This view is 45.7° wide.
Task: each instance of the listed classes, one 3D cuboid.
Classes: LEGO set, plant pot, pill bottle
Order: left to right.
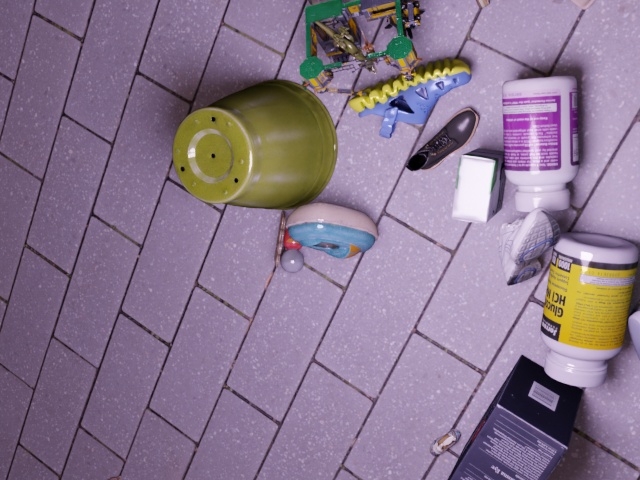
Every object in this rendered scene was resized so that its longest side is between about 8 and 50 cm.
[{"bbox_3d":[-0.191,-0.236,1.986,0.366,0.353,0.366,5,103,24],"label":"plant pot"},{"bbox_3d":[0.109,-0.468,1.874,0.331,0.192,0.255,-16,69,16],"label":"LEGO set"},{"bbox_3d":[0.508,-0.222,1.754,0.169,0.169,0.301,1,100,26],"label":"pill bottle"},{"bbox_3d":[0.618,0.160,1.770,0.188,0.188,0.334,11,105,24],"label":"pill bottle"}]

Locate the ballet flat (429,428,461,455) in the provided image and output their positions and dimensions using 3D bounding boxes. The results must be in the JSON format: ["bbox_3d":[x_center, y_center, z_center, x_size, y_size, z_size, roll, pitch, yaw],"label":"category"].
[{"bbox_3d":[0.335,0.555,2.072,0.041,0.041,0.114,48,116,10],"label":"ballet flat"}]

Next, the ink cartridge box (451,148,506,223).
[{"bbox_3d":[0.384,-0.135,1.812,0.087,0.208,0.153,10,106,20],"label":"ink cartridge box"}]

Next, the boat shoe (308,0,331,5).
[{"bbox_3d":[-0.035,-0.754,1.946,0.158,0.127,0.340,6,95,31],"label":"boat shoe"}]

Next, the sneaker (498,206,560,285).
[{"bbox_3d":[0.466,-0.001,1.776,0.111,0.297,0.129,-17,65,-10],"label":"sneaker"}]

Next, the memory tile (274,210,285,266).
[{"bbox_3d":[-0.114,-0.005,2.137,0.012,0.113,0.148,8,104,-5],"label":"memory tile"}]

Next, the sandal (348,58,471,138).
[{"bbox_3d":[0.234,-0.353,1.899,0.317,0.126,0.138,-17,108,31],"label":"sandal"}]

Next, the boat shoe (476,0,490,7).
[{"bbox_3d":[0.387,-0.648,1.787,0.072,0.068,0.190,-9,96,15],"label":"boat shoe"}]

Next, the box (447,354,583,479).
[{"bbox_3d":[0.459,0.495,1.828,0.179,0.343,0.312,30,111,16],"label":"box"}]

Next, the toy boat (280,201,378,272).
[{"bbox_3d":[0.000,0.000,2.030,0.318,0.267,0.148,-13,69,53],"label":"toy boat"}]

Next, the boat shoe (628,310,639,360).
[{"bbox_3d":[0.837,0.292,1.715,0.156,0.136,0.367,-30,98,2],"label":"boat shoe"}]

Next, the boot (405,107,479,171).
[{"bbox_3d":[0.302,-0.240,1.868,0.077,0.137,0.198,44,115,11],"label":"boot"}]

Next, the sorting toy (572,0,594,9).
[{"bbox_3d":[0.584,-0.657,1.702,0.208,0.038,0.193,45,116,11],"label":"sorting toy"}]
